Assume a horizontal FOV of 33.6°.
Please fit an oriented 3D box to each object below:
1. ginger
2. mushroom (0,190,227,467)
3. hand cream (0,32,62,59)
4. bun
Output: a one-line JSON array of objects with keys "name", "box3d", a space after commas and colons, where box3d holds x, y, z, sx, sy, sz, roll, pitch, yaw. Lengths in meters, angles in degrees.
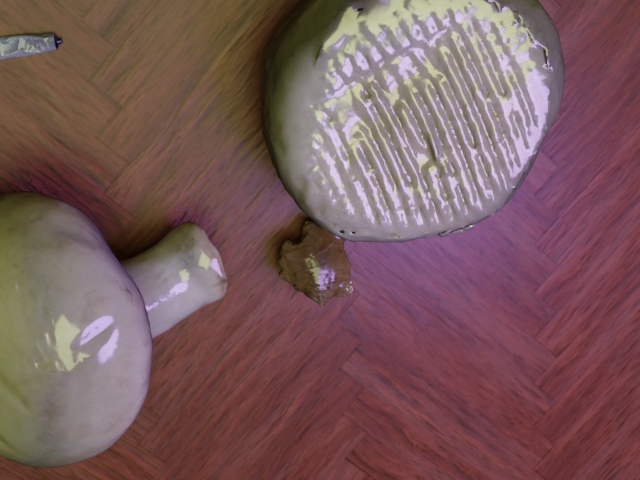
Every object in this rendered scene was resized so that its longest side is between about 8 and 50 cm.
[{"name": "ginger", "box3d": [-0.009, 0.001, 1.354, 0.096, 0.067, 0.165, -3, 94, -6]}, {"name": "mushroom", "box3d": [-0.293, 0.090, 1.195, 0.356, 0.315, 0.315, -23, 112, 7]}, {"name": "hand cream", "box3d": [-0.347, -0.226, 1.230, 0.093, 0.019, 0.030, -7, 111, -3]}, {"name": "bun", "box3d": [0.104, -0.176, 1.244, 0.360, 0.211, 0.359, -1, 114, -2]}]
